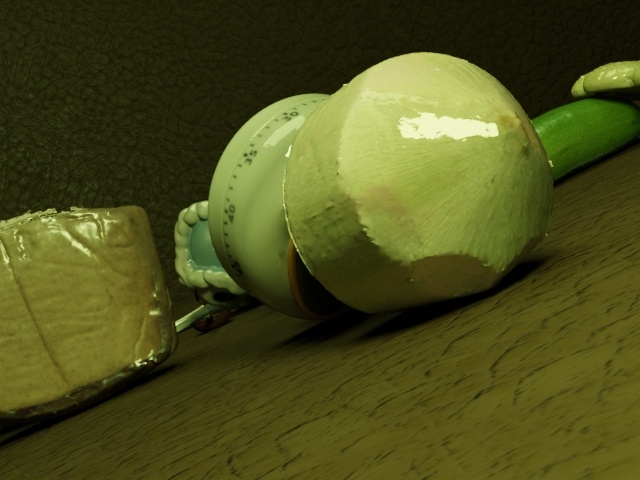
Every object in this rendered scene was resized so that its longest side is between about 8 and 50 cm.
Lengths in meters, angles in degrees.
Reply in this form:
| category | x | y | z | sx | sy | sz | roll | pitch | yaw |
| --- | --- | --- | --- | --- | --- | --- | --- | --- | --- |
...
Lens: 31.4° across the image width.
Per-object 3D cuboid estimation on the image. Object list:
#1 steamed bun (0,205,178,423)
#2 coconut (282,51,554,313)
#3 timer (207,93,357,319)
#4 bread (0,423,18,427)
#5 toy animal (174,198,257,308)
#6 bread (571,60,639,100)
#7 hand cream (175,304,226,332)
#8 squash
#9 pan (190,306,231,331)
| category | x | y | z | sx | sy | sz | roll | pitch | yaw |
| --- | --- | --- | --- | --- | --- | --- | --- | --- | --- |
| steamed bun | -0.340 | 0.090 | 1.429 | 0.301 | 0.251 | 0.199 | -15 | 2 | -9 |
| coconut | 0.089 | -0.045 | 0.947 | 0.234 | 0.224 | 0.224 | -19 | 4 | 45 |
| timer | -0.010 | -0.037 | 1.186 | 0.233 | 0.233 | 0.240 | -24 | 27 | -25 |
| bread | -0.395 | 0.178 | 1.612 | 0.198 | 0.120 | 0.236 | -25 | 3 | -8 |
| toy animal | -0.126 | 0.015 | 1.905 | 0.208 | 0.204 | 0.156 | -1 | 2 | -42 |
| bread | 0.558 | -0.255 | 1.814 | 0.316 | 0.054 | 0.316 | -1 | 2 | 0 |
| hand cream | -0.226 | 0.138 | 2.037 | 0.216 | 0.038 | 0.052 | -28 | -24 | -16 |
| squash | 0.357 | -0.142 | 1.740 | 0.395 | 0.107 | 0.107 | -26 | 4 | -34 |
| pan | -0.168 | 0.125 | 1.753 | 0.068 | 0.023 | 0.115 | -23 | -1 | -2 |
